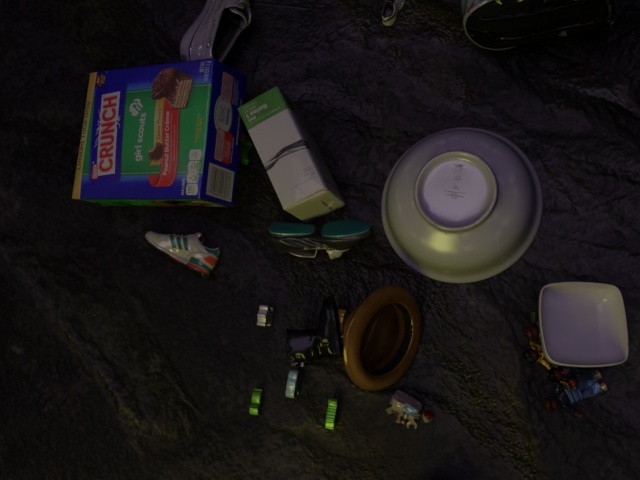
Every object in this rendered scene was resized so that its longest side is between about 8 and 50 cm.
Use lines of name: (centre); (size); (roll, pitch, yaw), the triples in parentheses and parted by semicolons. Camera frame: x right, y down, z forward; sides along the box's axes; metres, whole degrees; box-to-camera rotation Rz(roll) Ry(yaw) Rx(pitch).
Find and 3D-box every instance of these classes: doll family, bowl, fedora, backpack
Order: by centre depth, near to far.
bowl: (0.428, 0.143, 1.298); (0.142, 0.053, 0.141); (1, 71, -1)
doll family: (0.408, 0.210, 1.340); (0.111, 0.076, 0.193); (-24, 71, -10)
backpack: (0.371, -0.442, 1.376); (0.254, 0.225, 0.191); (-14, 75, 22)
bowl: (0.246, -0.075, 1.396); (0.298, 0.134, 0.297); (-2, 82, 13)
fedora: (0.096, 0.169, 1.403); (0.079, 0.194, 0.194); (10, 83, 51)

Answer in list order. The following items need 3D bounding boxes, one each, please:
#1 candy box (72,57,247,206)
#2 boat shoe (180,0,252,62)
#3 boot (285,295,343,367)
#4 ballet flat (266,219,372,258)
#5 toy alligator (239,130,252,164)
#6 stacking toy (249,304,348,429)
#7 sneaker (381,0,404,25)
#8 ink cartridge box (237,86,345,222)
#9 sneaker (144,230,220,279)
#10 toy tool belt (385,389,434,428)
candy box: (-0.315, -0.201, 1.527); (0.317, 0.122, 0.268); (1, 82, 30)
boat shoe: (-0.181, -0.447, 1.544); (0.088, 0.096, 0.267); (12, 60, 29)
boot: (-0.014, 0.166, 1.417); (0.099, 0.045, 0.121); (-8, 87, 11)
ballet flat: (0.000, 0.000, 1.483); (0.203, 0.074, 0.074); (-1, 81, 11)
toy alligator: (-0.190, -0.223, 1.572); (0.051, 0.056, 0.189); (-27, 64, -37)
stacking toy: (-0.043, 0.230, 1.462); (0.167, 0.052, 0.221); (6, 83, 15)
sneaker: (0.143, -0.462, 1.530); (0.032, 0.037, 0.083); (16, 84, 17)
ink cartridge box: (-0.051, -0.154, 1.466); (0.093, 0.160, 0.219); (-27, 76, 10)
sneaker: (-0.271, 0.011, 1.557); (0.161, 0.057, 0.075); (28, 72, 17)
toy tool belt: (0.159, 0.311, 1.407); (0.083, 0.052, 0.051); (30, 121, 19)
